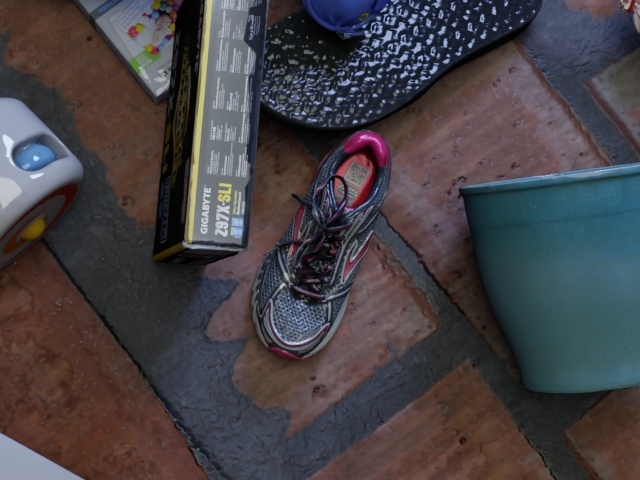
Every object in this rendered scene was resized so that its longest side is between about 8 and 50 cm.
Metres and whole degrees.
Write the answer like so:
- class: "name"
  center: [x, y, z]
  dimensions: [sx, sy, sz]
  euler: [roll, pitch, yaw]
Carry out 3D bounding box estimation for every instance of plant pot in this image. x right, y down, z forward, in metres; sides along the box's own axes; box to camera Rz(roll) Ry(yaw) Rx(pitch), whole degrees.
- class: "plant pot"
  center: [0.317, 0.044, 1.591]
  dimensions: [0.271, 0.271, 0.255]
  euler: [-8, 92, -8]

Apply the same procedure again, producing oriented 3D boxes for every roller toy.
- class: "roller toy"
  center: [-0.381, -0.055, 1.559]
  dimensions: [0.209, 0.191, 0.146]
  euler: [-44, 86, -14]

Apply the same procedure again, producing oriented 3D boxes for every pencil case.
- class: "pencil case"
  center: [0.008, -0.384, 1.656]
  dimensions: [0.133, 0.119, 0.306]
  euler: [15, 37, -30]

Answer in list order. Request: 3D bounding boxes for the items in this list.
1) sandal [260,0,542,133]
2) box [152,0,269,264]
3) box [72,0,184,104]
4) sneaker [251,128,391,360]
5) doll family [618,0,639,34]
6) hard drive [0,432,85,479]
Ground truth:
- class: "sandal"
  center: [0.094, -0.242, 1.717]
  dimensions: [0.446, 0.107, 0.167]
  euler: [-24, 79, -24]
- class: "box"
  center: [-0.130, -0.138, 1.552]
  dimensions: [0.079, 0.257, 0.322]
  euler: [6, 85, -12]
- class: "box"
  center: [-0.210, -0.289, 1.715]
  dimensions: [0.145, 0.038, 0.186]
  euler: [-37, 84, -13]
- class: "sneaker"
  center: [0.000, 0.000, 1.629]
  dimensions: [0.121, 0.112, 0.299]
  euler: [20, 80, -3]
- class: "doll family"
  center: [0.510, -0.299, 1.683]
  dimensions: [0.263, 0.118, 0.163]
  euler: [17, 75, -2]
- class: "hard drive"
  center: [-0.328, 0.349, 1.484]
  dimensions: [0.307, 0.040, 0.203]
  euler: [35, 74, -23]
